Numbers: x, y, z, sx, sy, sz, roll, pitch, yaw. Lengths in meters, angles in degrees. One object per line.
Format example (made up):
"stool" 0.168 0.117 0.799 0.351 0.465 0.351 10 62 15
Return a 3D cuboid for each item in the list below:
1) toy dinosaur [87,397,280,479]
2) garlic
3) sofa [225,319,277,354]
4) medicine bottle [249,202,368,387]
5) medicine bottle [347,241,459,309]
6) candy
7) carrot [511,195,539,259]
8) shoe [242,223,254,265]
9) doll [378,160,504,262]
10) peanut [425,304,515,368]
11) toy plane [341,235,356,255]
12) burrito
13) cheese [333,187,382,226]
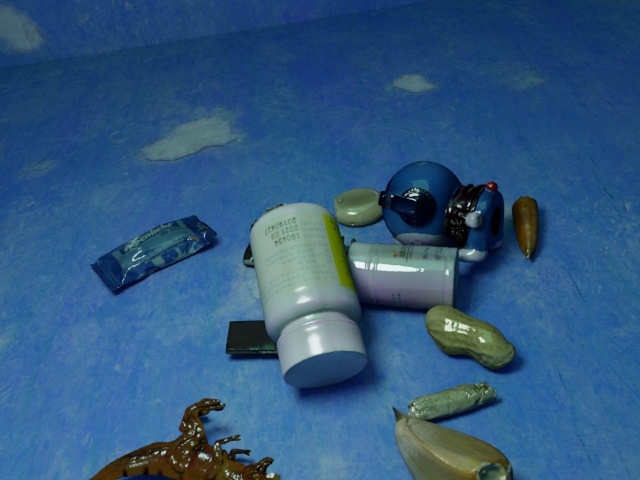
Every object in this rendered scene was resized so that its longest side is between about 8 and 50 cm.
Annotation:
"toy dinosaur" -0.275 0.414 1.363 0.433 0.097 0.208 -3 48 14
"garlic" 0.234 0.394 1.223 0.245 0.164 0.145 24 62 44
"sofa" -0.143 0.235 1.593 0.147 0.060 0.085 -2 51 6
"medicine bottle" -0.029 0.115 1.518 0.214 0.213 0.378 -12 58 -3
"medicine bottle" 0.195 0.083 1.627 0.254 0.152 0.152 4 40 15
"candy" -0.463 0.026 1.904 0.331 0.077 0.187 -27 34 -22
"carrot" 0.531 -0.025 1.765 0.072 0.072 0.205 1 42 13
"shoe" -0.167 -0.009 1.862 0.071 0.099 0.169 9 43 19
"doll" 0.300 -0.078 1.749 0.310 0.240 0.284 12 8 29
"peanut" 0.321 0.211 1.491 0.214 0.090 0.098 21 54 33
"toy plane" -0.001 -0.006 1.819 0.223 0.104 0.326 -5 38 7
"burrito" 0.264 0.327 1.394 0.188 0.044 0.058 -15 32 -5
"cheese" 0.150 -0.103 1.944 0.228 0.064 0.137 -10 40 -2
